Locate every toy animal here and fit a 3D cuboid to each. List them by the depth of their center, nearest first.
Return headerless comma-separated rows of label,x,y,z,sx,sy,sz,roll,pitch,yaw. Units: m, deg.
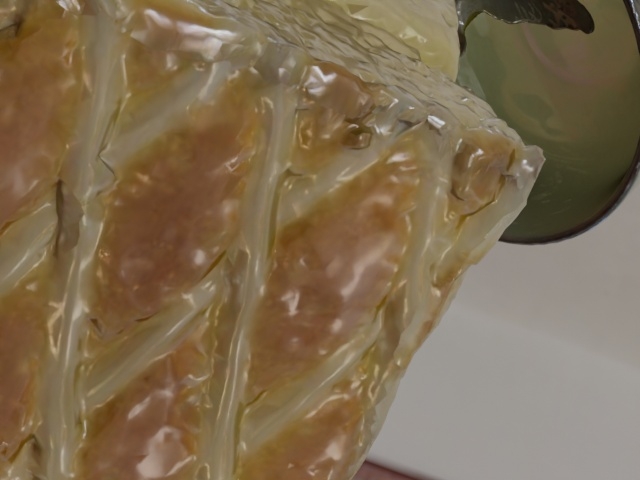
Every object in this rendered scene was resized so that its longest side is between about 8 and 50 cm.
toy animal,0.130,-0.230,1.617,0.095,0.219,0.155,-19,111,-57

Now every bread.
bread,-0.141,-0.019,0.985,0.390,0.371,0.279,-58,-149,17

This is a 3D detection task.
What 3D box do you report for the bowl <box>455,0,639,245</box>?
bowl,0.198,-0.191,1.671,0.185,0.354,0.354,-30,151,-41
